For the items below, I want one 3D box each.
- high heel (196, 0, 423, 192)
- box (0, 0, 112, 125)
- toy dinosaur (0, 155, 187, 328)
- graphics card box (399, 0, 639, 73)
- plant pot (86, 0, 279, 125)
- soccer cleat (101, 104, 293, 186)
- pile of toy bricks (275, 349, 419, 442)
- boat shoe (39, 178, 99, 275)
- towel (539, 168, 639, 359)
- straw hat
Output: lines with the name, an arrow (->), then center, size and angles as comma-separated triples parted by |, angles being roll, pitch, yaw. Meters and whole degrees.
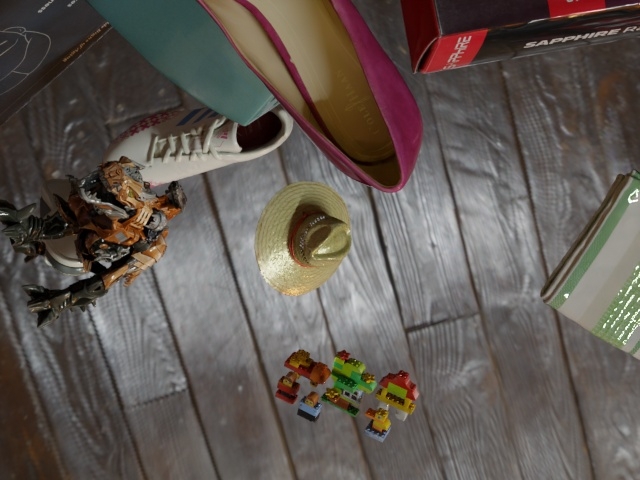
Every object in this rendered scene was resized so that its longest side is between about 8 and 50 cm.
high heel -> -0.030, -0.128, 0.574 | 0.082, 0.117, 0.244 | -32, 116, 12
box -> -0.559, -0.448, 1.729 | 0.480, 0.472, 0.297 | -38, 83, 12
toy dinosaur -> -0.259, 0.006, 1.289 | 0.218, 0.164, 0.322 | -22, 142, -9
graphics card box -> 0.235, -0.273, 0.804 | 0.371, 0.094, 0.232 | -9, 81, -5
plant pot -> -0.107, -0.263, 1.197 | 0.234, 0.165, 0.166 | 48, 136, 0
soccer cleat -> -0.204, -0.168, 1.754 | 0.331, 0.143, 0.116 | -18, 103, -8
pile of toy bricks -> 0.037, 0.212, 1.596 | 0.212, 0.118, 0.105 | 23, 126, 16
boat shoe -> -0.421, -0.005, 1.772 | 0.116, 0.319, 0.099 | 4, 113, -21
towel -> 0.246, 0.031, 0.753 | 0.152, 0.023, 0.113 | 30, 102, -13
straw hat -> 0.000, 0.000, 1.203 | 0.144, 0.061, 0.144 | -10, 105, -39
